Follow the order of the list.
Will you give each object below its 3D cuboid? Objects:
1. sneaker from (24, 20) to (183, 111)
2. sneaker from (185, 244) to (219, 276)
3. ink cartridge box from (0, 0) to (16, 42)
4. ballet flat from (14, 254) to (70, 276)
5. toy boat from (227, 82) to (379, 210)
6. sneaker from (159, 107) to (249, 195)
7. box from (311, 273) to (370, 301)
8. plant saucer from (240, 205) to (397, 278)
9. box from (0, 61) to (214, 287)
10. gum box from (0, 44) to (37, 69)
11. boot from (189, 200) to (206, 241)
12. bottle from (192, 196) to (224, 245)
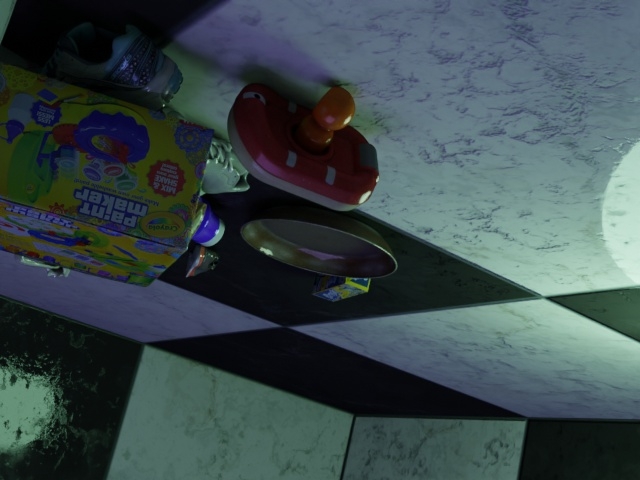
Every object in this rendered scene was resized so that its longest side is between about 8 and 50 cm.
[{"bbox_3d":[-0.323,-0.244,1.339,0.283,0.110,0.122,0,140,31],"label":"sneaker"},{"bbox_3d":[-0.270,0.055,2.252,0.064,0.061,0.158,12,164,-16],"label":"sneaker"},{"bbox_3d":[-0.394,-0.324,0.935,0.198,0.197,0.270,16,162,-9],"label":"ink cartridge box"},{"bbox_3d":[-0.664,-0.023,2.181,0.147,0.147,0.409,5,160,26],"label":"ballet flat"},{"bbox_3d":[-0.008,-0.150,1.340,0.231,0.151,0.151,20,131,-22],"label":"toy boat"},{"bbox_3d":[-0.179,-0.139,1.550,0.121,0.099,0.262,2,168,9],"label":"sneaker"},{"bbox_3d":[0.045,0.090,2.130,0.059,0.054,0.169,21,162,-21],"label":"box"},{"bbox_3d":[0.000,0.000,1.895,0.310,0.050,0.310,12,162,4],"label":"plant saucer"},{"bbox_3d":[-0.331,-0.074,1.346,0.289,0.177,0.279,17,163,-17],"label":"box"},{"bbox_3d":[-0.471,-0.218,1.469,0.062,0.107,0.188,-3,156,42],"label":"gum box"},{"bbox_3d":[-0.340,-0.050,1.543,0.269,0.236,0.089,26,129,1],"label":"boot"},{"bbox_3d":[-0.283,-0.070,1.813,0.118,0.092,0.283,1,159,31],"label":"bottle"}]
